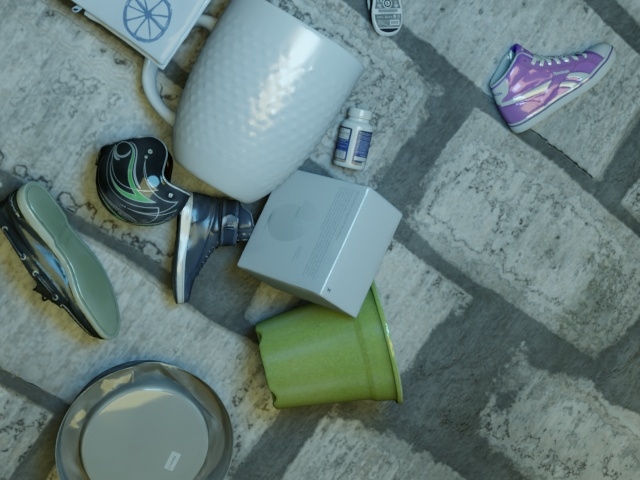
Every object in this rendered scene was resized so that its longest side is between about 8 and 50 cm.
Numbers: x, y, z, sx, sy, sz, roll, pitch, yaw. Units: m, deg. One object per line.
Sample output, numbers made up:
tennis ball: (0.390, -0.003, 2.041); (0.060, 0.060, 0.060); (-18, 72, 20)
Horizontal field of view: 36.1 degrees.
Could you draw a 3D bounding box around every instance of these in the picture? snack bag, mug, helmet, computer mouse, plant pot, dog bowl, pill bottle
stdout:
snack bag: (-0.329, -0.526, 1.721); (0.343, 0.037, 0.323); (34, 98, -3)
mug: (-0.158, -0.273, 1.821); (0.374, 0.276, 0.328); (32, 95, 10)
helmet: (-0.332, -0.106, 1.835); (0.170, 0.169, 0.161); (-9, 87, -15)
computer mouse: (0.121, -0.503, 1.957); (0.106, 0.042, 0.192); (-5, 97, -21)
plant pot: (0.009, 0.223, 1.977); (0.254, 0.276, 0.276); (-14, 105, -2)
dog bowl: (-0.353, 0.399, 1.966); (0.349, 0.102, 0.348); (-4, 103, -16)
pill bottle: (0.069, -0.207, 1.987); (0.067, 0.067, 0.120); (10, 99, -19)

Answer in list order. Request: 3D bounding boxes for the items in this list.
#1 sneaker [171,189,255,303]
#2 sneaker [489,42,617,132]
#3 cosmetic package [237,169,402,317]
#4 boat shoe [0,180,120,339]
sneaker: (-0.208, 0.021, 1.939); (0.164, 0.086, 0.226); (6, 98, -15)
sneaker: (0.486, -0.368, 2.066); (0.282, 0.102, 0.161); (-36, 106, -7)
cosmetic package: (0.000, 0.000, 1.889); (0.138, 0.225, 0.224); (35, 77, -47)
boat shoe: (-0.501, 0.055, 1.847); (0.113, 0.127, 0.340); (-20, 117, 18)
